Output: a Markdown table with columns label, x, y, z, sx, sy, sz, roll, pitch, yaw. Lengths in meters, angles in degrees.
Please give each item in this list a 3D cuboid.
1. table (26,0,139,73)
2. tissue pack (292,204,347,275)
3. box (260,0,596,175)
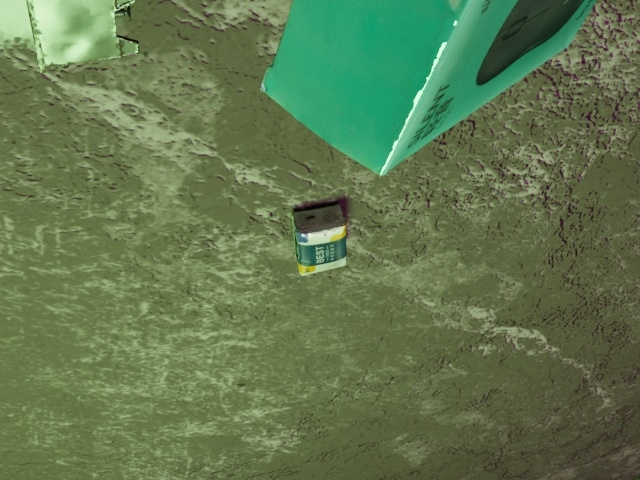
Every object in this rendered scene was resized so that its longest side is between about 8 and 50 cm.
| label | x | y | z | sx | sy | sz | roll | pitch | yaw |
| --- | --- | --- | --- | --- | --- | --- | --- | --- | --- |
| table | -0.192 | -0.191 | 0.690 | 0.082 | 0.070 | 0.083 | -9 | 142 | -15 |
| tissue pack | 0.000 | 0.000 | 1.024 | 0.062 | 0.042 | 0.083 | -12 | 143 | -9 |
| box | 0.119 | -0.202 | 0.622 | 0.311 | 0.118 | 0.205 | -35 | 157 | -41 |
